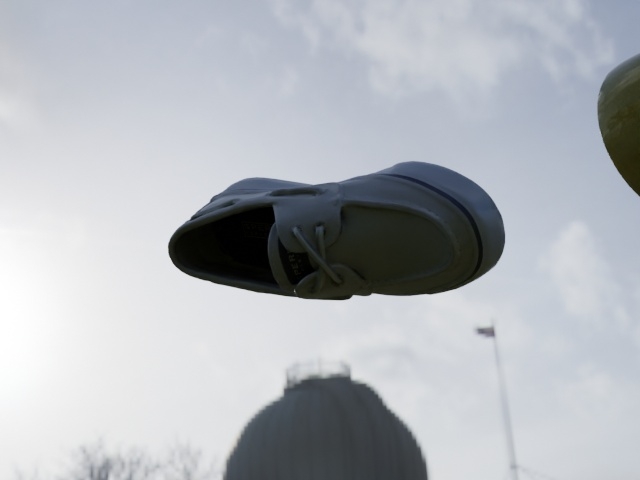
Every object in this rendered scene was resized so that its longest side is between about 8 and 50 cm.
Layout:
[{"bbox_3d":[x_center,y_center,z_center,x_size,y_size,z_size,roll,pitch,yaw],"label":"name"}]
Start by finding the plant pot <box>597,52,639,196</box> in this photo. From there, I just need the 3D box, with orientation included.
[{"bbox_3d":[0.276,-0.092,0.890,0.134,0.134,0.095,10,-27,-25],"label":"plant pot"}]

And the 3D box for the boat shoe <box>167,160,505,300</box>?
[{"bbox_3d":[0.000,0.000,0.888,0.267,0.096,0.088,7,28,41],"label":"boat shoe"}]
